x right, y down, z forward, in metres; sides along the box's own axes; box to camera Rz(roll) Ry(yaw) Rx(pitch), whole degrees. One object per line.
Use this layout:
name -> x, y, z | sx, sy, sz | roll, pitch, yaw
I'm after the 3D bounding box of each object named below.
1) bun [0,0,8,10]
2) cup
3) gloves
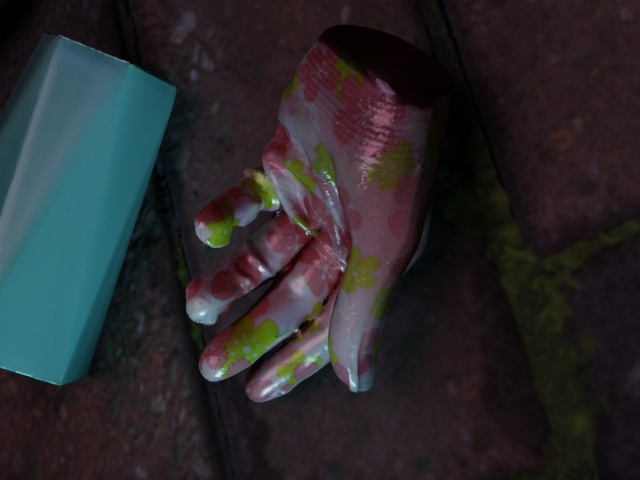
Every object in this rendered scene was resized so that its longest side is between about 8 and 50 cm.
bun -> -0.355, -0.256, 1.074 | 0.239, 0.141, 0.239 | -10, 72, 33
cup -> -0.196, -0.026, 0.931 | 0.148, 0.134, 0.235 | 25, 93, 31
gloves -> 0.005, -0.004, 0.808 | 0.145, 0.126, 0.241 | 28, 120, 14
